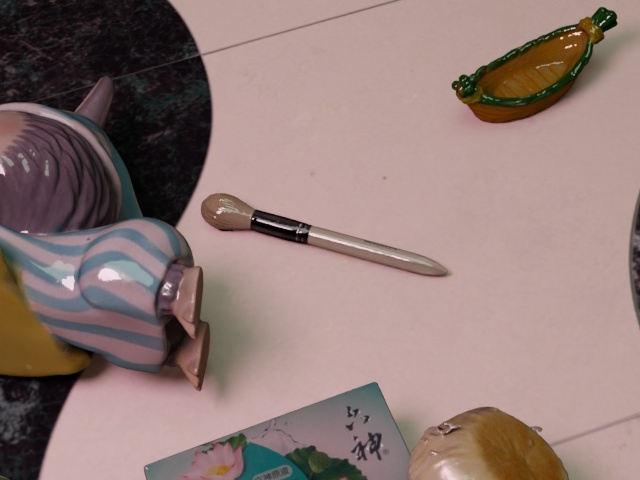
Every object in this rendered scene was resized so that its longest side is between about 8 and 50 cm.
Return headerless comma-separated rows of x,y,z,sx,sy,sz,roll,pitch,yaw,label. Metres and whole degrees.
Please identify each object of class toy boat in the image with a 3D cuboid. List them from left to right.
0.261,-0.213,1.367,0.229,0.088,0.089,-27,56,-13,toy boat

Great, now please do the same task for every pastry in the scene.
0.156,0.222,0.994,0.166,0.088,0.166,22,36,-17,pastry

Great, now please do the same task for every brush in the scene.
0.000,0.000,1.275,0.299,0.039,0.042,17,61,12,brush

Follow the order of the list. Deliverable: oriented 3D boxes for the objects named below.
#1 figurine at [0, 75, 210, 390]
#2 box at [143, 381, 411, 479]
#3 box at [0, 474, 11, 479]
-0.264,-0.058,1.201,0.361,0.266,0.377,10,56,4,figurine
-0.028,0.253,1.059,0.245,0.092,0.153,-20,56,-9,box
-0.425,0.226,1.085,0.345,0.134,0.097,23,61,18,box
